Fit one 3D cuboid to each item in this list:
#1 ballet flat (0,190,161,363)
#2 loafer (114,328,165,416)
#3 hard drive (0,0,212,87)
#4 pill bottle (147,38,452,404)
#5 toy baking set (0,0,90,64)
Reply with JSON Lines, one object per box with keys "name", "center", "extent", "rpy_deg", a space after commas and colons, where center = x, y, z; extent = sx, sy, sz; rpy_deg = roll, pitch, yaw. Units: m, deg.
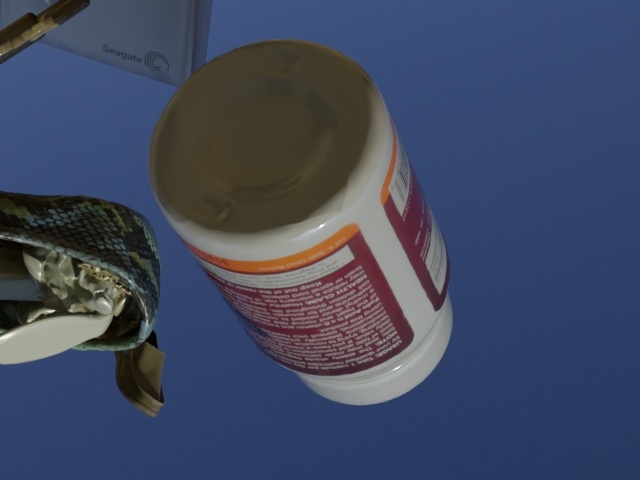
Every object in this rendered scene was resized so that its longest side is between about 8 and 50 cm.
{"name": "ballet flat", "center": [-0.141, 0.012, 0.549], "extent": [0.188, 0.070, 0.070], "rpy_deg": [1, -147, -24]}
{"name": "loafer", "center": [-0.210, 0.146, 1.888], "extent": [0.050, 0.056, 0.148], "rpy_deg": [-42, -139, 15]}
{"name": "hard drive", "center": [-0.214, -0.343, 1.628], "extent": [0.233, 0.353, 0.047], "rpy_deg": [19, -142, 12]}
{"name": "pill bottle", "center": [0.000, 0.000, 1.558], "extent": [0.224, 0.392, 0.224], "rpy_deg": [-8, -120, 13]}
{"name": "toy baking set", "center": [-0.346, -0.176, 1.583], "extent": [0.256, 0.030, 0.197], "rpy_deg": [-30, -170, 12]}
